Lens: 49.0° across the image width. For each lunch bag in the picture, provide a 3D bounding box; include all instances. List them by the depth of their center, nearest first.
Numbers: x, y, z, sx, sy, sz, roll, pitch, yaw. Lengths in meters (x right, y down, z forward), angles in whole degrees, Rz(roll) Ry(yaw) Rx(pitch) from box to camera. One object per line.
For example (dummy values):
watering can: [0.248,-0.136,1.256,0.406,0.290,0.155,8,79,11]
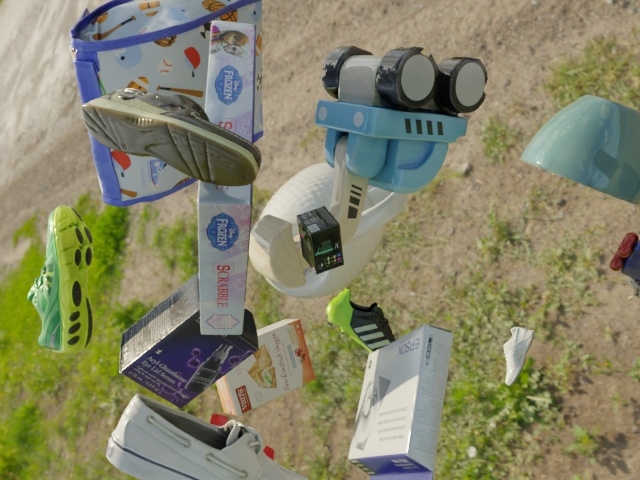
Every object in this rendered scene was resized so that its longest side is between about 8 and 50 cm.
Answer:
lunch bag: [-0.295,-0.285,1.315,0.239,0.385,0.327,18,131,23]

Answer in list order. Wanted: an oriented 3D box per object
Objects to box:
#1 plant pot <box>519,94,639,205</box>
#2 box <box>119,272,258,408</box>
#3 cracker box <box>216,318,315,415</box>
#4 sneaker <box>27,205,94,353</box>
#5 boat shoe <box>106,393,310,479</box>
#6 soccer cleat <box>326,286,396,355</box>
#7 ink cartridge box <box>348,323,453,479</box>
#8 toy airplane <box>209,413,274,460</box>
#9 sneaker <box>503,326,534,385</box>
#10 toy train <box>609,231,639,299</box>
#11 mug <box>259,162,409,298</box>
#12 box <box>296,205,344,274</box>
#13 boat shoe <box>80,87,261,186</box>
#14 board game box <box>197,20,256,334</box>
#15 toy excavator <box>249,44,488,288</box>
plant pot: [0.642,-0.225,1.637,0.290,0.290,0.195,41,114,56]
box: [-0.242,0.186,1.294,0.207,0.153,0.108,-39,34,14]
cracker box: [-0.136,0.293,1.651,0.067,0.232,0.155,-8,99,54]
sneaker: [-0.519,0.075,1.375,0.124,0.109,0.295,-6,80,15]
boat shoe: [-0.109,0.254,0.825,0.096,0.268,0.088,-143,77,-82]
soccer cleat: [0.091,0.147,1.131,0.072,0.179,0.060,-52,8,4]
ink cartridge box: [0.097,0.241,0.926,0.223,0.045,0.223,129,155,-65]
toy airplane: [-0.121,0.318,0.989,0.028,0.151,0.151,-43,41,38]
sneaker: [0.489,0.291,1.773,0.061,0.054,0.152,18,85,20]
toy train: [0.564,0.010,1.176,0.105,0.248,0.143,29,82,21]
mug: [0.030,-0.030,1.600,0.374,0.276,0.328,-25,11,22]
box: [0.000,0.000,1.118,0.062,0.052,0.083,-127,23,-49]
boat shoe: [-0.157,-0.125,0.768,0.224,0.080,0.073,18,56,20]
board game box: [-0.131,-0.079,0.990,0.318,0.066,0.318,103,167,-55]
toy excavator: [0.085,-0.142,1.334,0.222,0.433,0.444,20,109,50]
